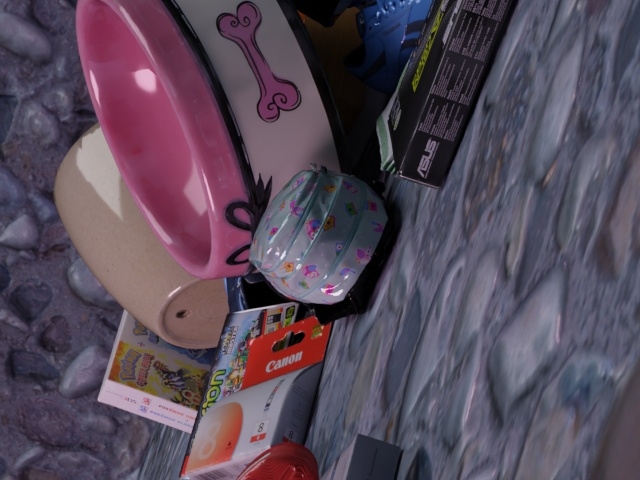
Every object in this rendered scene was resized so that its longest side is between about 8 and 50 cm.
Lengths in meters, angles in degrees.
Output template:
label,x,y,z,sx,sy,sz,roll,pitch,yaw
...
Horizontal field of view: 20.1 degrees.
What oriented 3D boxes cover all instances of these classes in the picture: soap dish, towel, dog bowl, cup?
label,x,y,z,sx,sy,sz,roll,pitch,yaw
soap dish,0.012,-0.204,2.134,0.229,0.118,0.291,118,168,-52
towel,0.089,-0.148,1.715,0.113,0.023,0.152,-98,27,-57
dog bowl,-0.126,-0.138,1.927,0.408,0.150,0.408,53,157,34
cup,-0.159,-0.002,2.344,0.331,0.331,0.237,116,143,-44

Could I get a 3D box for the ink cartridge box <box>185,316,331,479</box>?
label,x,y,z,sx,sy,sz,roll,pitch,yaw
ink cartridge box,-0.061,0.154,1.830,0.145,0.045,0.179,-24,45,46

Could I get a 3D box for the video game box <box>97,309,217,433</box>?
label,x,y,z,sx,sy,sz,roll,pitch,yaw
video game box,-0.187,0.167,2.401,0.205,0.187,0.048,-82,13,-55

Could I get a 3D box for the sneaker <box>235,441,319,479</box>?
label,x,y,z,sx,sy,sz,roll,pitch,yaw
sneaker,-0.050,0.222,1.607,0.128,0.087,0.221,-80,13,-47

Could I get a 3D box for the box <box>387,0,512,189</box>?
label,x,y,z,sx,sy,sz,roll,pitch,yaw
box,0.110,-0.159,1.542,0.184,0.045,0.191,-84,14,-71

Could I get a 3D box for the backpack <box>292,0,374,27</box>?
label,x,y,z,sx,sy,sz,roll,pitch,yaw
backpack,0.052,-0.385,1.941,0.276,0.213,0.263,-47,25,42

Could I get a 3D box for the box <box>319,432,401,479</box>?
label,x,y,z,sx,sy,sz,roll,pitch,yaw
box,0.002,0.241,1.333,0.186,0.038,0.145,119,168,-61

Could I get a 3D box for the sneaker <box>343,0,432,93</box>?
label,x,y,z,sx,sy,sz,roll,pitch,yaw
sneaker,0.081,-0.222,1.798,0.209,0.082,0.069,120,169,-53

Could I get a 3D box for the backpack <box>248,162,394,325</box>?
label,x,y,z,sx,sy,sz,roll,pitch,yaw
backpack,0.000,0.000,1.691,0.182,0.115,0.152,-161,93,-81

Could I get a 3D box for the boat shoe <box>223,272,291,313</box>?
label,x,y,z,sx,sy,sz,roll,pitch,yaw
boat shoe,-0.053,0.066,2.084,0.089,0.109,0.258,127,145,-47

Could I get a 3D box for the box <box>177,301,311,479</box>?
label,x,y,z,sx,sy,sz,roll,pitch,yaw
box,-0.076,0.169,1.922,0.114,0.036,0.207,-11,52,40
